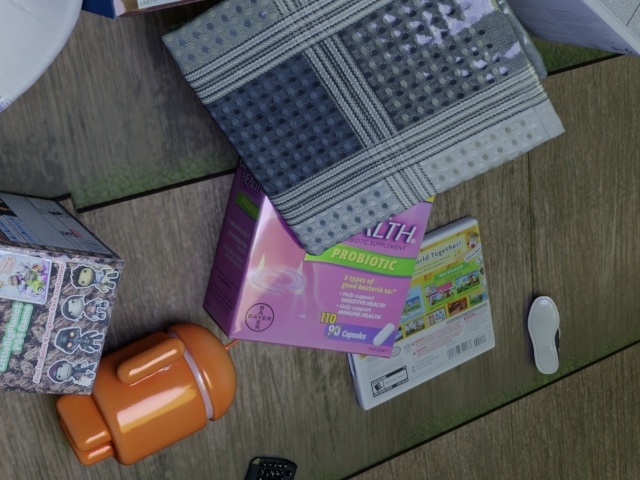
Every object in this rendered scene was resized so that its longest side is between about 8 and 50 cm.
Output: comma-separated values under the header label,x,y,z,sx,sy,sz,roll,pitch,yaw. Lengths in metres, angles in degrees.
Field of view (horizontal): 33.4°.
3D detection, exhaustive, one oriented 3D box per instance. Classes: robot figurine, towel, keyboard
label,x,y,z,sx,sy,sz,roll,pitch,yaw
robot figurine,-0.191,0.176,1.236,0.219,0.128,0.158,-25,115,-20
towel,0.051,-0.165,1.091,0.324,0.056,0.312,-26,118,17
keyboard,-0.068,0.385,1.431,0.100,0.038,0.192,9,102,-33

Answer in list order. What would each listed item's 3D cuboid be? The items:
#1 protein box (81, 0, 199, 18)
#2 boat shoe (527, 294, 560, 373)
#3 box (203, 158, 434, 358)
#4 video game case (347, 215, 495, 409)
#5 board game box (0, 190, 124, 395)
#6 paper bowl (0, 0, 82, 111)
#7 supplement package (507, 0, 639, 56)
label,x,y,z,sx,sy,sz,roll,pitch,yaw
protein box,-0.188,-0.333,1.019,0.136,0.200,0.201,-18,114,-26
boat shoe,0.335,0.135,1.584,0.046,0.038,0.125,-7,109,16
box,0.000,0.000,1.277,0.213,0.117,0.243,10,100,-24
video game case,0.132,0.099,1.460,0.227,0.026,0.206,-22,116,-22
board game box,-0.372,0.032,1.015,0.291,0.232,0.141,9,101,-32
paper bowl,-0.364,-0.207,0.941,0.284,0.284,0.148,-39,79,-14
supplement package,0.296,-0.383,1.288,0.263,0.199,0.198,30,89,-34
